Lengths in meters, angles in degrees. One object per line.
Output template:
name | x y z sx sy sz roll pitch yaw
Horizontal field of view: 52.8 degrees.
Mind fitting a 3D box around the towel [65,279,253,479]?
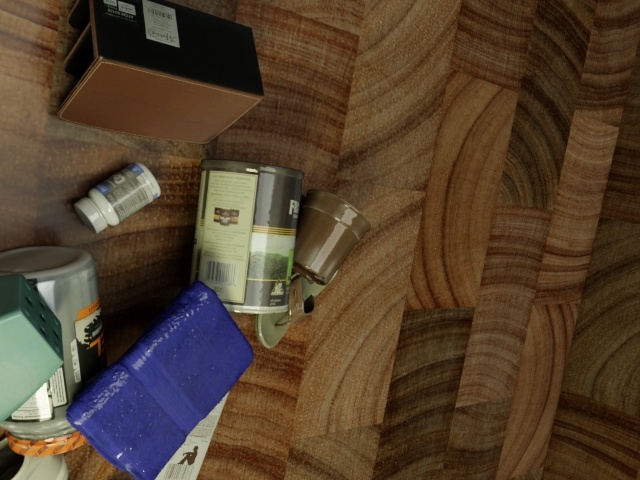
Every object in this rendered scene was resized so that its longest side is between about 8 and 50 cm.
towel | -0.265 0.239 1.107 0.308 0.076 0.227 -47 133 -27

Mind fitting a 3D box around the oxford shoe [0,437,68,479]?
oxford shoe | -0.621 0.487 1.037 0.449 0.169 0.130 -44 131 -32

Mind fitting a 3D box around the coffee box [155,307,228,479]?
coffee box | -0.282 0.304 1.273 0.119 0.168 0.297 23 86 -41

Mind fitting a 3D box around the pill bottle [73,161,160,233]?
pill bottle | -0.365 -0.076 1.158 0.137 0.078 0.078 -39 124 -27

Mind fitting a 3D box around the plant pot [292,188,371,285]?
plant pot | 0.000 0.000 1.429 0.167 0.167 0.165 43 73 -39

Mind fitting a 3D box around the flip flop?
flip flop | -0.046 0.134 1.486 0.277 0.080 0.112 -43 126 -24

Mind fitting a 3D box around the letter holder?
letter holder | -0.290 -0.293 1.136 0.302 0.214 0.151 4 67 -40

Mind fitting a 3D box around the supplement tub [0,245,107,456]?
supplement tub | -0.459 0.180 1.071 0.194 0.194 0.315 -13 111 -38

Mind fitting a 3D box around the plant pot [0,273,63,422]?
plant pot | -0.481 0.159 0.868 0.234 0.165 0.165 -29 124 -9

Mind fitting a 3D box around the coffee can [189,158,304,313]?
coffee can | -0.147 -0.009 1.262 0.202 0.202 0.275 5 93 -41
